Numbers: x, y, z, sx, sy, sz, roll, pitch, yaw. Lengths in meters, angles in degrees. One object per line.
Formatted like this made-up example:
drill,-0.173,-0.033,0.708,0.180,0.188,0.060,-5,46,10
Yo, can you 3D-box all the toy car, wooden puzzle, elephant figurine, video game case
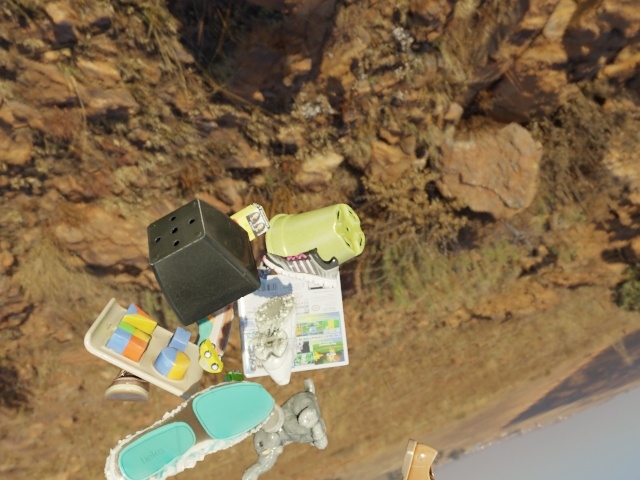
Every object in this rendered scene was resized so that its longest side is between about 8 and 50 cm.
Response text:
toy car,-0.279,0.413,1.872,0.053,0.239,0.225,-23,161,8
wooden puzzle,-0.475,0.297,1.844,0.080,0.348,0.322,-54,-168,9
elephant figurine,-0.113,0.512,1.743,0.239,0.169,0.186,-18,-173,3
video game case,-0.087,0.252,1.987,0.329,0.300,0.036,-4,173,-17

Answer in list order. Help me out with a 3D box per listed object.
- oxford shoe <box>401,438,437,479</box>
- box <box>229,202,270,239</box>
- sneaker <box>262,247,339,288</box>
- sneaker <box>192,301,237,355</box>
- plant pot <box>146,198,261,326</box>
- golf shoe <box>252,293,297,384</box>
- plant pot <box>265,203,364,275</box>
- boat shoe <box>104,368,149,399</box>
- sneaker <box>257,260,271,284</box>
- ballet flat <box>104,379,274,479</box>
oxford shoe,0.201,0.525,1.364,0.076,0.076,0.212,-53,153,-67
box,-0.274,-0.021,2.002,0.232,0.058,0.087,-31,119,-19
sneaker,-0.036,0.045,1.374,0.170,0.074,0.063,17,-172,-4
sneaker,-0.354,0.237,2.149,0.121,0.302,0.108,5,155,21
plant pot,-0.256,0.031,1.332,0.187,0.188,0.167,-28,134,7
golf shoe,-0.067,0.156,1.027,0.069,0.176,0.086,-11,118,13
plant pot,0.000,0.000,2.181,0.254,0.276,0.276,-21,163,30
boat shoe,-0.544,0.400,1.856,0.123,0.123,0.342,3,164,-7
sneaker,-0.149,0.073,1.691,0.038,0.098,0.069,26,95,-22
ballet flat,-0.294,0.428,1.432,0.409,0.147,0.147,-16,157,-40
